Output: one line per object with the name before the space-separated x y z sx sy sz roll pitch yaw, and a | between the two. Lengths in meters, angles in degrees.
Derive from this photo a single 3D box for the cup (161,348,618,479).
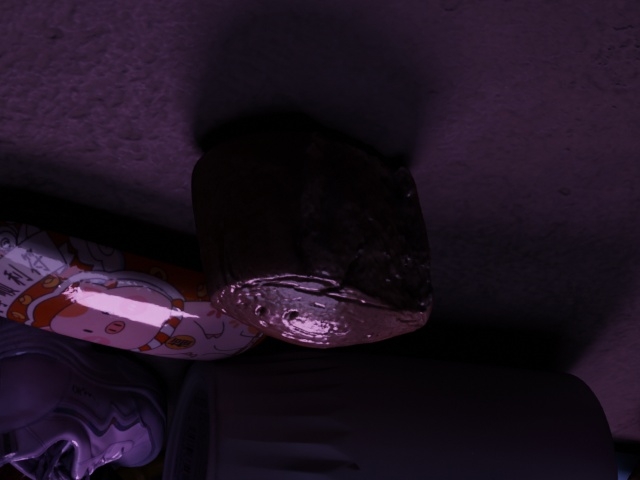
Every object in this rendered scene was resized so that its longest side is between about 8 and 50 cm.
cup | 0.059 0.225 1.230 0.372 0.253 0.253 8 144 -17

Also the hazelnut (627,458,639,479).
hazelnut | 0.417 0.264 1.394 0.181 0.181 0.212 -19 144 -27

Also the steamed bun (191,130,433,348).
steamed bun | 0.000 0.000 0.986 0.175 0.144 0.106 10 142 -29

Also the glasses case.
glasses case | -0.159 0.037 1.087 0.267 0.067 0.103 16 140 -28

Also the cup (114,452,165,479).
cup | -0.080 0.315 1.364 0.178 0.256 0.255 -6 121 57

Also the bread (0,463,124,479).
bread | -0.258 0.227 1.288 0.160 0.073 0.160 23 -177 -1

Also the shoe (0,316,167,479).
shoe | -0.210 0.164 1.209 0.095 0.137 0.245 -14 145 20

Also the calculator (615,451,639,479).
calculator | 0.333 0.321 1.589 0.386 0.054 0.256 24 137 -31
